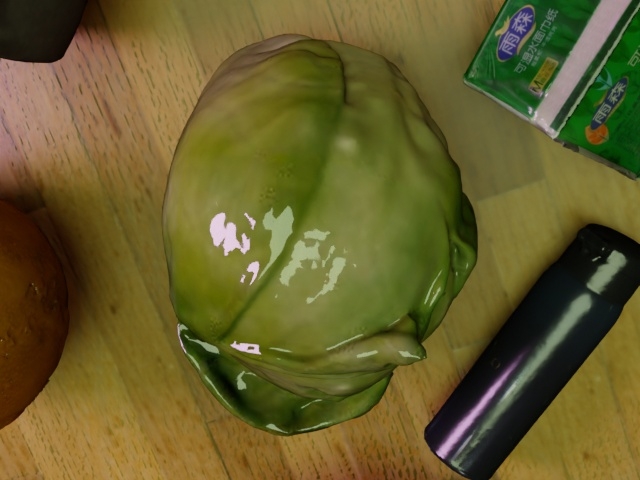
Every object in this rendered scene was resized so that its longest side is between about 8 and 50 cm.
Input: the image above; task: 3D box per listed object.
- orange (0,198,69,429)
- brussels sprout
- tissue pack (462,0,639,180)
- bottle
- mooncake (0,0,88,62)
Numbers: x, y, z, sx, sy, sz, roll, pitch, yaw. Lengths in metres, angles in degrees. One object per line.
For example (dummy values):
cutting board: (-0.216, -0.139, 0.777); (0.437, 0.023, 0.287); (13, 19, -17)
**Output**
orange: (-0.329, 0.063, 0.665); (0.240, 0.240, 0.240); (2, 105, 7)
brussels sprout: (-0.002, 0.000, 0.600); (0.227, 0.259, 0.294); (5, 82, -9)
tissue pack: (0.206, -0.179, 0.591); (0.156, 0.148, 0.209); (43, 111, 37)
bottle: (0.187, 0.096, 0.695); (0.082, 0.072, 0.244); (20, 111, -37)
mooncake: (-0.285, -0.229, 0.590); (0.245, 0.245, 0.133); (23, 103, 1)
